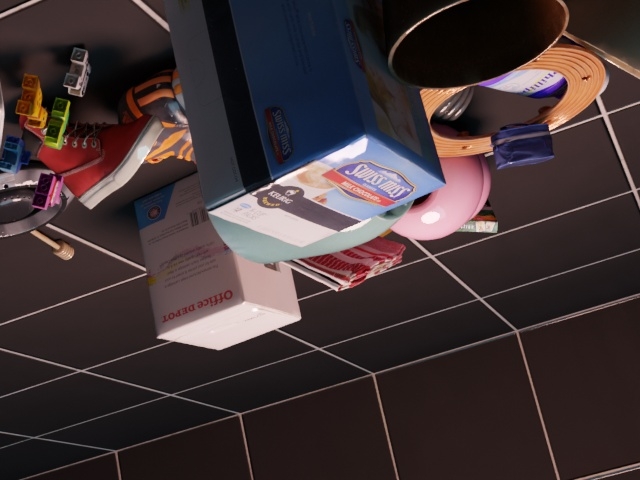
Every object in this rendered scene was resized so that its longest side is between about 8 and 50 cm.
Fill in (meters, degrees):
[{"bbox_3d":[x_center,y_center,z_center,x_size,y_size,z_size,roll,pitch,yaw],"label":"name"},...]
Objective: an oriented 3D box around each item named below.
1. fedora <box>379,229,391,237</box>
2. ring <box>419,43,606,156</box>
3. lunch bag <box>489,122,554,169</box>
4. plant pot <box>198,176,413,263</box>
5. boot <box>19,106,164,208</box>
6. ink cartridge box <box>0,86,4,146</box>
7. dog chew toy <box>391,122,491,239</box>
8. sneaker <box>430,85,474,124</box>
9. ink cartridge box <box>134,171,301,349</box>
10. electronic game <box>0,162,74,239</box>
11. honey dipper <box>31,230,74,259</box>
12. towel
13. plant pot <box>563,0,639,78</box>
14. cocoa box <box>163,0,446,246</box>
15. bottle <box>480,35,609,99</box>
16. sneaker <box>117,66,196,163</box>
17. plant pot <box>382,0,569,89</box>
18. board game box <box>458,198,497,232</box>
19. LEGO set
[{"bbox_3d":[0.068,-0.044,2.311,0.194,0.079,0.194,-17,162,-6],"label":"fedora"},{"bbox_3d":[0.272,-0.217,1.761,0.336,0.032,0.336,-11,159,-4],"label":"ring"},{"bbox_3d":[0.317,-0.154,1.821,0.098,0.065,0.067,-9,176,-14],"label":"lunch bag"},{"bbox_3d":[0.004,-0.115,1.675,0.235,0.293,0.293,-3,170,37],"label":"plant pot"},{"bbox_3d":[-0.344,-0.154,1.660,0.176,0.088,0.244,43,140,-16],"label":"boot"},{"bbox_3d":[-0.579,-0.167,1.516,0.289,0.122,0.211,-4,159,-22],"label":"ink cartridge box"},{"bbox_3d":[0.214,-0.108,2.063,0.206,0.207,0.332,-22,174,23],"label":"dog chew toy"},{"bbox_3d":[0.125,-0.208,1.858,0.295,0.105,0.147,-31,148,32],"label":"sneaker"},{"bbox_3d":[-0.188,0.037,2.091,0.198,0.270,0.197,-22,158,25],"label":"ink cartridge box"},{"bbox_3d":[-0.527,-0.065,1.934,0.229,0.048,0.229,-19,160,-7],"label":"electronic game"},{"bbox_3d":[-0.516,-0.002,2.146,0.030,0.030,0.161,-18,156,13],"label":"honey dipper"},{"bbox_3d":[0.000,0.000,2.047,0.237,0.037,0.329,25,-163,16],"label":"towel"},{"bbox_3d":[0.494,-0.320,1.616,0.284,0.284,0.191,13,112,-50],"label":"plant pot"},{"bbox_3d":[-0.023,-0.205,1.424,0.228,0.347,0.231,-23,157,24],"label":"cocoa box"},{"bbox_3d":[0.352,-0.281,1.822,0.283,0.092,0.118,6,152,-42],"label":"bottle"},{"bbox_3d":[-0.194,-0.157,1.787,0.180,0.125,0.321,-15,143,25],"label":"sneaker"},{"bbox_3d":[0.159,-0.333,1.360,0.215,0.230,0.215,-12,161,-4],"label":"plant pot"},{"bbox_3d":[0.203,-0.062,2.213,0.259,0.136,0.030,2,121,-6],"label":"board game box"},{"bbox_3d":[-0.387,-0.155,1.600,0.087,0.227,0.093,14,172,1],"label":"LEGO set"}]
